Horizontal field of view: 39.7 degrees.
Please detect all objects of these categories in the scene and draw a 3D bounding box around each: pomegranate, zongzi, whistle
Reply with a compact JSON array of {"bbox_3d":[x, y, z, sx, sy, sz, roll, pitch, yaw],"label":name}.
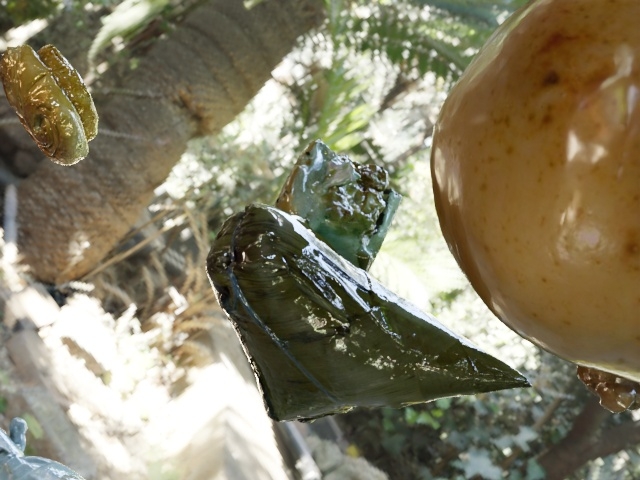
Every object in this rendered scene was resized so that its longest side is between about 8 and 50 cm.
[{"bbox_3d":[0.290,-0.040,0.757,0.412,0.411,0.411,57,1,-2],"label":"pomegranate"},{"bbox_3d":[0.060,0.091,1.086,0.323,0.360,0.160,68,29,-42],"label":"zongzi"},{"bbox_3d":[-0.358,0.280,1.012,0.346,0.142,0.134,41,-28,16],"label":"whistle"}]

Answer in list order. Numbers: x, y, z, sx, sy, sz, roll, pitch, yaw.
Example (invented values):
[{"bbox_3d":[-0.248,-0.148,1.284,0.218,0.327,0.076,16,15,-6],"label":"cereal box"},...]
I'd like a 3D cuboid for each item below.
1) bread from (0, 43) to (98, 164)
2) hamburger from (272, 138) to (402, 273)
[{"bbox_3d":[-0.516,-0.259,1.692,0.236,0.120,0.198,54,-25,9],"label":"bread"},{"bbox_3d":[0.000,0.000,1.294,0.167,0.192,0.288,27,-43,0],"label":"hamburger"}]
